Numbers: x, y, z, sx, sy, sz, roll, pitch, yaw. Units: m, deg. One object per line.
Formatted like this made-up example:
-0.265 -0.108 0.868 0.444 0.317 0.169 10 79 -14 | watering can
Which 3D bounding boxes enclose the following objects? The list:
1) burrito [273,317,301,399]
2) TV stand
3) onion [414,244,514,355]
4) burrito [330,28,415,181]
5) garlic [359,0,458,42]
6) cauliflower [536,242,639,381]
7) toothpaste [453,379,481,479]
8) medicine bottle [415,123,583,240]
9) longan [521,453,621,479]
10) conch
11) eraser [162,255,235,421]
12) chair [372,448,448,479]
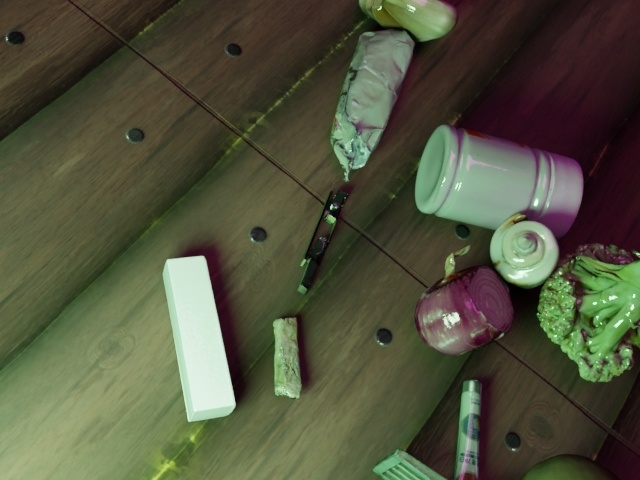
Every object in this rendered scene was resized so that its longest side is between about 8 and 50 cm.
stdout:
-0.064 0.226 1.651 0.051 0.042 0.171 1 62 -6 | burrito
0.000 0.000 1.787 0.042 0.036 0.249 25 60 -6 | TV stand
0.278 0.145 1.719 0.200 0.200 0.207 19 37 -8 | onion
0.105 -0.321 1.945 0.139 0.101 0.445 32 58 -17 | burrito
0.225 -0.534 2.054 0.228 0.217 0.110 9 95 -29 | garlic
0.611 0.141 1.786 0.260 0.281 0.327 29 64 -35 | cauliflower
0.292 0.393 1.686 0.062 0.039 0.239 18 62 -17 | toothpaste
0.386 -0.123 1.878 0.316 0.202 0.202 14 61 -11 | medicine bottle
0.477 0.520 1.581 0.248 0.248 0.248 7 62 -14 | longan
0.412 0.046 1.788 0.127 0.255 0.158 -30 62 -11 | conch
-0.230 0.180 1.599 0.078 0.076 0.298 -6 66 -20 | eraser
0.206 0.516 1.537 0.270 0.136 0.147 31 58 -3 | chair
